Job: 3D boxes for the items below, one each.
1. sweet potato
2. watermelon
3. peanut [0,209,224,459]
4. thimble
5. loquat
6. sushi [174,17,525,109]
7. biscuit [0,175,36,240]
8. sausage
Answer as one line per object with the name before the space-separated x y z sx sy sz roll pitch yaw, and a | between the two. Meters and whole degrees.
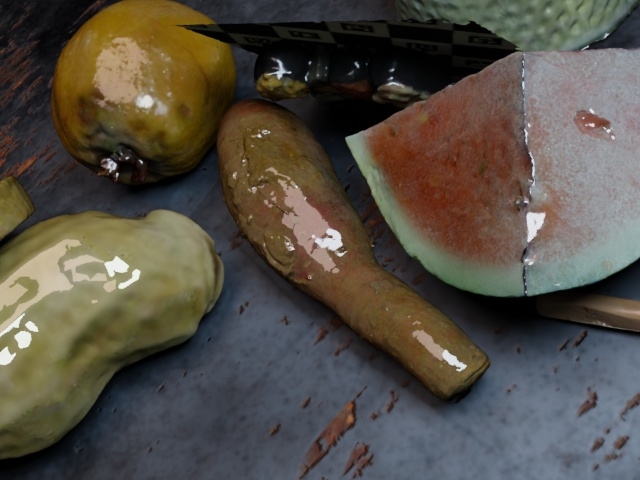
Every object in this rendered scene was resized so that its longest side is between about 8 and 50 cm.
sweet potato | 0.000 0.000 0.799 0.109 0.109 0.385 -34 55 -1
watermelon | 0.163 -0.066 0.732 0.256 0.176 0.260 -47 16 -28
peanut | -0.255 0.079 0.824 0.340 0.158 0.174 -43 46 -8
thimble | 0.182 -0.305 0.907 0.271 0.150 0.270 -13 50 17
loquat | -0.185 -0.157 0.967 0.187 0.176 0.234 -14 45 38
sushi | 0.055 -0.140 0.816 0.290 0.264 0.050 8 92 33
biscuit | -0.401 0.041 0.869 0.287 0.057 0.344 -43 14 -20
sausage | 0.223 0.053 0.699 0.116 0.026 0.026 8 59 30
